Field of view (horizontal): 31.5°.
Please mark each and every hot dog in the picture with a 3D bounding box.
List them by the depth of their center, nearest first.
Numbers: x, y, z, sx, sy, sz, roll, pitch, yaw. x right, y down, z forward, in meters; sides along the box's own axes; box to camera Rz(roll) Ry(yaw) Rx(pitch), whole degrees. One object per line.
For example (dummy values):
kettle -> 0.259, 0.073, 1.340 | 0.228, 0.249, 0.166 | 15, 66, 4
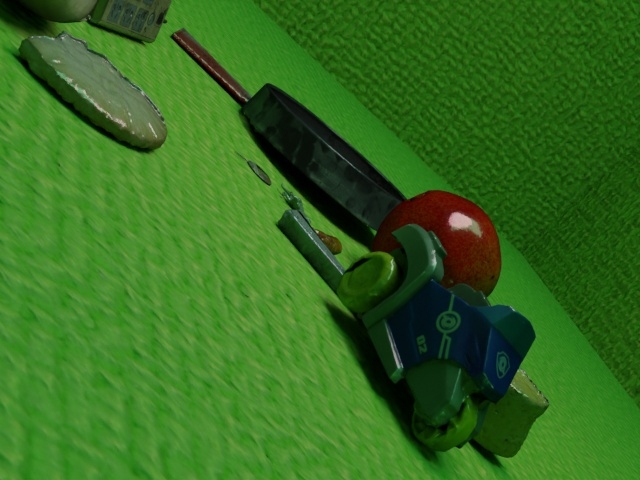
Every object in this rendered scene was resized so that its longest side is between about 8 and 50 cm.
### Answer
hot dog -> 0.000, 0.000, 1.798 | 0.044, 0.028, 0.137 | 60, 15, 27

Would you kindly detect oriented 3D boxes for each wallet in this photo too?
wallet -> -0.212, -0.343, 2.240 | 0.196, 0.020, 0.103 | 44, 11, -9

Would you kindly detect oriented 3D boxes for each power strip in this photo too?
power strip -> -0.305, -0.381, 1.859 | 0.034, 0.092, 0.268 | 26, 7, 13

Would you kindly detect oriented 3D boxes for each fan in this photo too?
fan -> -0.108, -0.121, 1.886 | 0.080, 0.003, 0.060 | 47, 11, 3

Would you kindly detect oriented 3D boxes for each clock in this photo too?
clock -> 0.015, -0.158, 2.188 | 0.386, 0.076, 0.386 | 40, 8, -7

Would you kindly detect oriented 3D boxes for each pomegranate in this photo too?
pomegranate -> 0.205, 0.043, 1.928 | 0.221, 0.220, 0.257 | -102, 175, -69

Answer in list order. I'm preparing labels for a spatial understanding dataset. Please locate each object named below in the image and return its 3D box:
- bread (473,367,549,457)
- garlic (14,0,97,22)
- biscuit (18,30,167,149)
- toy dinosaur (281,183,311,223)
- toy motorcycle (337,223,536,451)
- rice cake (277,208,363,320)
bread -> 0.256, 0.242, 1.661 | 0.111, 0.114, 0.129 | 26, 18, -41
garlic -> -0.377, -0.433, 1.502 | 0.286, 0.249, 0.313 | 53, 36, -35
biscuit -> -0.282, -0.195, 1.436 | 0.188, 0.040, 0.265 | 55, 14, 29
toy dinosaur -> -0.038, -0.061, 1.885 | 0.062, 0.021, 0.083 | 47, 13, -31
toy motorcycle -> 0.172, 0.129, 1.515 | 0.191, 0.200, 0.326 | 47, 9, -33
rice cake -> 0.014, 0.038, 1.692 | 0.211, 0.034, 0.043 | 49, 15, 15
